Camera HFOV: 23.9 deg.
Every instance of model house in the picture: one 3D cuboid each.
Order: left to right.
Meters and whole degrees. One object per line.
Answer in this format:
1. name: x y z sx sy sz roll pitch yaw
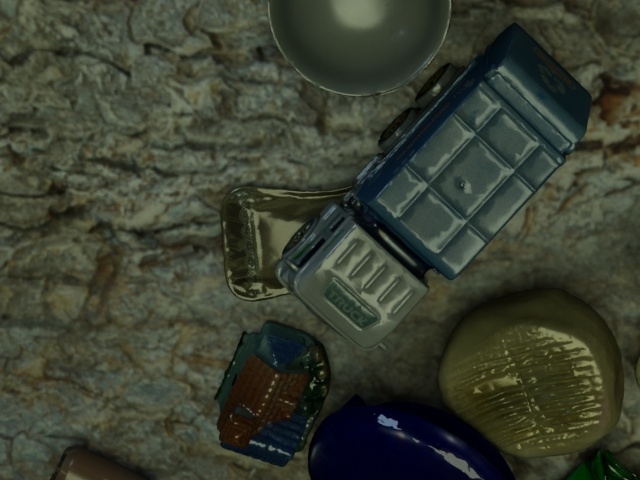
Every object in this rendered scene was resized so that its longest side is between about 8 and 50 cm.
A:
1. model house: -0.054 0.183 1.648 0.119 0.149 0.148 24 106 -4

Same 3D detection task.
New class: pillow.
1. pillow: 0.000 0.000 1.656 0.217 0.033 0.130 -3 99 3

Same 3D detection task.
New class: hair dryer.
1. hair dryer: -0.273 0.332 1.749 0.117 0.064 0.182 25 110 -2

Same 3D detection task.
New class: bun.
1. bun: 0.228 0.141 1.634 0.193 0.128 0.178 -17 103 19

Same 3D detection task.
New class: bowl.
1. bowl: 0.043 -0.248 1.565 0.189 0.086 0.189 1 106 4

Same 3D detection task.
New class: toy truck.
1. toy truck: 0.117 -0.053 1.552 0.146 0.175 0.367 41 93 -9

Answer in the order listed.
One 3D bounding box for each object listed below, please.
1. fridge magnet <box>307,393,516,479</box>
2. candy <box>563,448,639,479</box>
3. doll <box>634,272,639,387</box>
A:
1. fridge magnet: 0.108 0.275 1.639 0.265 0.113 0.265 23 140 20
2. candy: 0.302 0.327 1.701 0.203 0.078 0.141 -42 87 24
3. doll: 0.442 0.115 1.613 0.175 0.149 0.278 -24 118 -24
